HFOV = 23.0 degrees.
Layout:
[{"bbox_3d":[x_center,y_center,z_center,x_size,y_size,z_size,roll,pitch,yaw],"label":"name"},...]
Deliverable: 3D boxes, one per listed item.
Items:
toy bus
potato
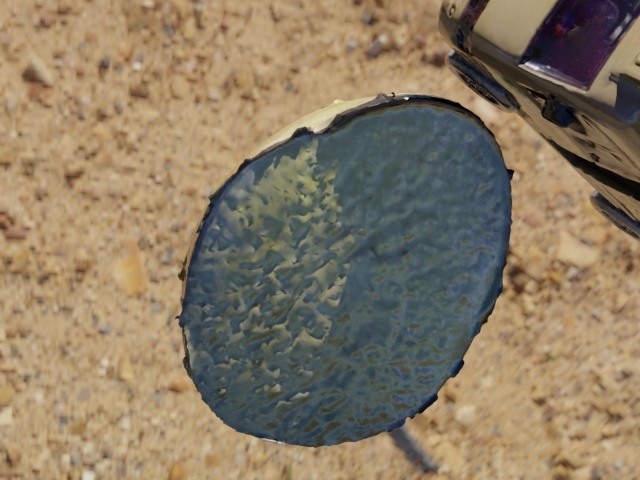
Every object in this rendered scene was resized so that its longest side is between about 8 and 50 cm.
[{"bbox_3d":[0.198,-0.071,0.824,0.139,0.289,0.157,-52,44,0],"label":"toy bus"},{"bbox_3d":[0.000,0.000,0.859,0.182,0.202,0.117,5,20,-22],"label":"potato"}]
